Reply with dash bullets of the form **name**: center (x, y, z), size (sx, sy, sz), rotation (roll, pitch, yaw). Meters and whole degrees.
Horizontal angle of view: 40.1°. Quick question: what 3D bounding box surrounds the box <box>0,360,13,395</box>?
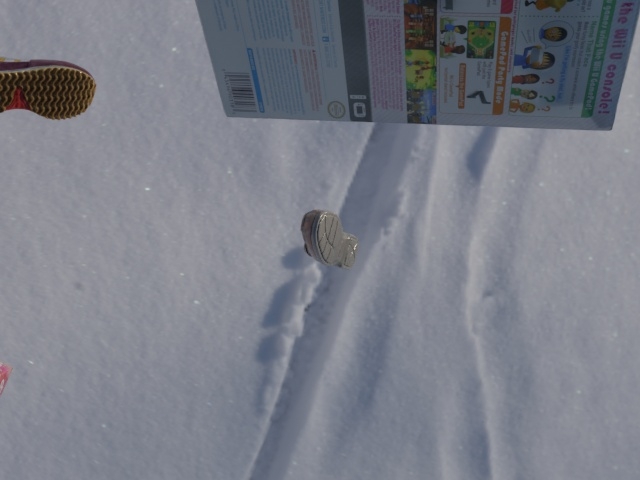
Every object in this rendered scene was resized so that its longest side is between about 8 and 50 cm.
- **box**: center (-0.428, 0.110, 0.695), size (0.299, 0.154, 0.142), rotation (27, 93, -3)

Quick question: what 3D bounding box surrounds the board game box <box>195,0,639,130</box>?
- **board game box**: center (0.067, -0.191, 0.614), size (0.224, 0.303, 0.098), rotation (81, 17, -54)

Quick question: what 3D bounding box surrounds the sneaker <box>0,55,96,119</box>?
- **sneaker**: center (-0.336, -0.177, 0.954), size (0.185, 0.084, 0.070), rotation (-8, 129, -47)

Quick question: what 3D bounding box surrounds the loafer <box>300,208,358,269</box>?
- **loafer**: center (0.000, 0.000, 0.796), size (0.125, 0.039, 0.045), rotation (38, 68, -68)
